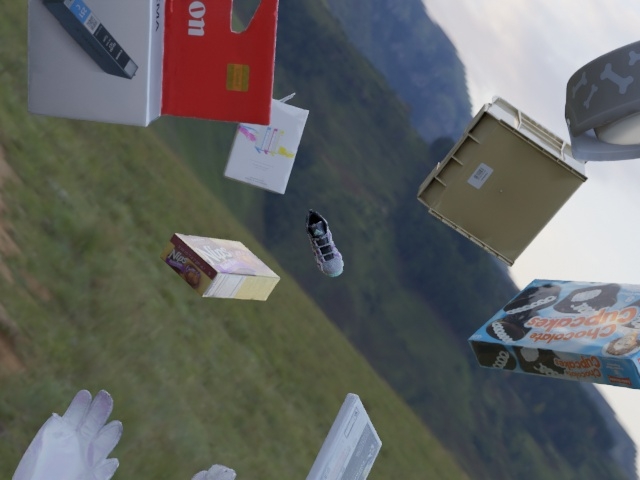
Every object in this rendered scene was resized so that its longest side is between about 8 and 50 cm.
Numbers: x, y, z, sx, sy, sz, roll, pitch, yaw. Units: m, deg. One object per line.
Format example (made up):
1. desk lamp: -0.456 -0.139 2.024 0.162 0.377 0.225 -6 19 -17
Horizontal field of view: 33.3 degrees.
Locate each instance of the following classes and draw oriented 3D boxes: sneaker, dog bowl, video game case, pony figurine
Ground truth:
1. sneaker: 0.000 0.000 1.503 0.069 0.038 0.098 69 -4 -58
2. dog bowl: 0.506 -0.205 1.499 0.349 0.349 0.102 41 40 -78
3. video game case: 0.033 0.364 1.697 0.022 0.190 0.173 13 -31 27
4. pony figurine: -0.264 0.399 1.257 0.303 0.351 0.363 16 -36 39

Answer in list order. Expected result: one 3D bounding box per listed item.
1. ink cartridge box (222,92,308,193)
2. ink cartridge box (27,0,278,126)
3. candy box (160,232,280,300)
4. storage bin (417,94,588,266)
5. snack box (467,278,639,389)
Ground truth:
1. ink cartridge box: -0.078 -0.147 1.540 0.090 0.143 0.092 17 0 -7
2. ink cartridge box: -0.177 -0.270 1.136 0.066 0.261 0.296 -69 164 -72
3. candy box: -0.161 0.044 1.736 0.109 0.053 0.187 40 14 26
4. storage bin: 0.379 -0.126 2.239 0.260 0.262 0.123 33 29 -6
5. snack box: 0.402 0.135 1.627 0.322 0.187 0.060 1 -58 53
